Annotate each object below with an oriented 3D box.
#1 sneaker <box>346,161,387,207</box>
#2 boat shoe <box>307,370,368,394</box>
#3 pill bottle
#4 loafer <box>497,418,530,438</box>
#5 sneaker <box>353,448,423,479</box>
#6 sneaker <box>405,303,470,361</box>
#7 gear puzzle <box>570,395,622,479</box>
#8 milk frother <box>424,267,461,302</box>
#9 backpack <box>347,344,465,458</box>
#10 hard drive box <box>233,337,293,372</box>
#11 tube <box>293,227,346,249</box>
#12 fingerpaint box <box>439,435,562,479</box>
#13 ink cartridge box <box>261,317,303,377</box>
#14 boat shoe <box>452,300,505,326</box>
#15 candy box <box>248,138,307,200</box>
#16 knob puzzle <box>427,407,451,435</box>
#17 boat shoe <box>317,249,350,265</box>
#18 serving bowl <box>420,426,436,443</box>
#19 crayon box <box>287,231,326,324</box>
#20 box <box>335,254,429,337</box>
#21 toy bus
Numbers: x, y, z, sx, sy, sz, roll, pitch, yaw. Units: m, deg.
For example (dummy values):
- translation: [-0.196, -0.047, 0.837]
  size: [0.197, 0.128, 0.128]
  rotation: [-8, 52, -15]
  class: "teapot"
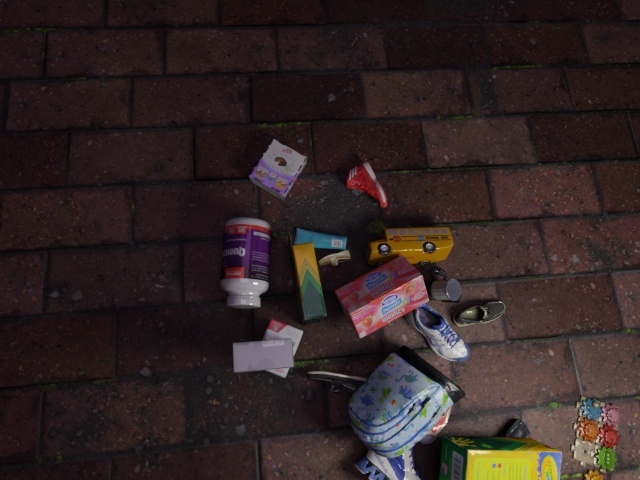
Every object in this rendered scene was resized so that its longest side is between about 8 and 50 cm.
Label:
- translation: [0.183, -0.212, 1.888]
  size: [0.128, 0.087, 0.221]
  rotation: [-24, 66, -2]
  class: "sneaker"
- translation: [0.063, 0.524, 1.664]
  size: [0.233, 0.084, 0.079]
  rotation: [14, 73, -4]
  class: "boat shoe"
- translation: [-0.279, 0.086, 1.702]
  size: [0.181, 0.181, 0.323]
  rotation: [2, 74, -5]
  class: "pill bottle"
- translation: [0.679, 0.751, 1.661]
  size: [0.223, 0.076, 0.078]
  rotation: [-37, 73, -17]
  class: "loafer"
- translation: [0.295, 0.797, 1.588]
  size: [0.315, 0.127, 0.182]
  rotation: [31, 76, 5]
  class: "sneaker"
- translation: [0.450, 0.351, 1.723]
  size: [0.296, 0.131, 0.112]
  rotation: [39, 73, 4]
  class: "sneaker"
- translation: [1.036, 0.771, 1.705]
  size: [0.175, 0.044, 0.339]
  rotation: [17, 74, 0]
  class: "gear puzzle"
- translation: [0.482, 0.168, 1.772]
  size: [0.129, 0.134, 0.143]
  rotation: [18, 74, -32]
  class: "milk frother"
- translation: [0.264, 0.562, 1.571]
  size: [0.355, 0.290, 0.273]
  rotation: [-52, 129, -4]
  class: "backpack"
- translation: [-0.177, 0.374, 1.474]
  size: [0.181, 0.232, 0.089]
  rotation: [-4, 76, -5]
  class: "hard drive box"
- translation: [0.000, 0.000, 1.823]
  size: [0.207, 0.052, 0.080]
  rotation: [7, 69, 2]
  class: "tube"
- translation: [0.584, 0.899, 1.507]
  size: [0.371, 0.163, 0.445]
  rotation: [8, 83, -16]
  class: "fingerpaint box"
- translation: [-0.154, 0.394, 1.656]
  size: [0.128, 0.127, 0.176]
  rotation: [22, 74, 2]
  class: "ink cartridge box"
- translation: [0.633, 0.287, 1.785]
  size: [0.223, 0.073, 0.080]
  rotation: [-13, 76, -8]
  class: "boat shoe"
- translation: [-0.173, -0.292, 1.873]
  size: [0.164, 0.070, 0.196]
  rotation: [30, 75, 4]
  class: "candy box"
- translation: [0.393, 0.618, 1.678]
  size: [0.213, 0.030, 0.213]
  rotation: [1, 64, -1]
  class: "knob puzzle"
- translation: [0.058, 0.077, 1.803]
  size: [0.135, 0.050, 0.045]
  rotation: [-19, 72, -10]
  class: "boat shoe"
- translation: [0.382, 0.702, 1.670]
  size: [0.083, 0.027, 0.083]
  rotation: [1, 65, -2]
  class: "serving bowl"
- translation: [-0.054, 0.140, 1.696]
  size: [0.083, 0.203, 0.323]
  rotation: [-10, 76, -8]
  class: "crayon box"
- translation: [0.228, 0.204, 1.693]
  size: [0.300, 0.142, 0.154]
  rotation: [-27, 36, -5]
  class: "box"
- translation: [0.348, 0.022, 1.802]
  size: [0.332, 0.108, 0.130]
  rotation: [-2, 56, -6]
  class: "toy bus"
